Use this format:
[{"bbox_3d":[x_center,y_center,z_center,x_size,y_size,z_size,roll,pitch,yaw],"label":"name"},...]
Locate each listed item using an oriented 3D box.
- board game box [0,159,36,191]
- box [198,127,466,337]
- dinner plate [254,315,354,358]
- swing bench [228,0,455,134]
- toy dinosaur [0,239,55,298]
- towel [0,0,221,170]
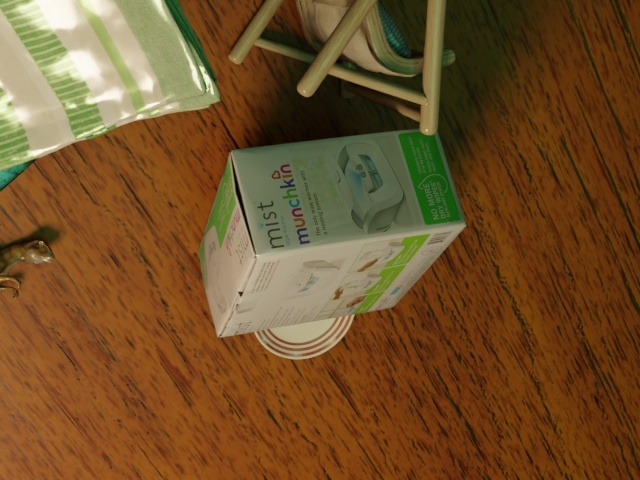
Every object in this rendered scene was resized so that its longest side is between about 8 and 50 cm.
[{"bbox_3d":[-0.413,-0.112,1.080,0.126,0.026,0.186,-43,116,-4],"label":"board game box"},{"bbox_3d":[0.000,0.000,1.132,0.231,0.262,0.127,-8,70,-17],"label":"box"},{"bbox_3d":[-0.022,0.082,1.292,0.141,0.017,0.141,-6,108,-20],"label":"dinner plate"},{"bbox_3d":[0.044,-0.272,1.076,0.165,0.253,0.255,14,101,-24],"label":"swing bench"},{"bbox_3d":[-0.403,0.041,1.122,0.211,0.064,0.112,-6,90,-28],"label":"toy dinosaur"},{"bbox_3d":[-0.286,-0.179,0.952,0.325,0.038,0.248,-15,129,16],"label":"towel"}]
